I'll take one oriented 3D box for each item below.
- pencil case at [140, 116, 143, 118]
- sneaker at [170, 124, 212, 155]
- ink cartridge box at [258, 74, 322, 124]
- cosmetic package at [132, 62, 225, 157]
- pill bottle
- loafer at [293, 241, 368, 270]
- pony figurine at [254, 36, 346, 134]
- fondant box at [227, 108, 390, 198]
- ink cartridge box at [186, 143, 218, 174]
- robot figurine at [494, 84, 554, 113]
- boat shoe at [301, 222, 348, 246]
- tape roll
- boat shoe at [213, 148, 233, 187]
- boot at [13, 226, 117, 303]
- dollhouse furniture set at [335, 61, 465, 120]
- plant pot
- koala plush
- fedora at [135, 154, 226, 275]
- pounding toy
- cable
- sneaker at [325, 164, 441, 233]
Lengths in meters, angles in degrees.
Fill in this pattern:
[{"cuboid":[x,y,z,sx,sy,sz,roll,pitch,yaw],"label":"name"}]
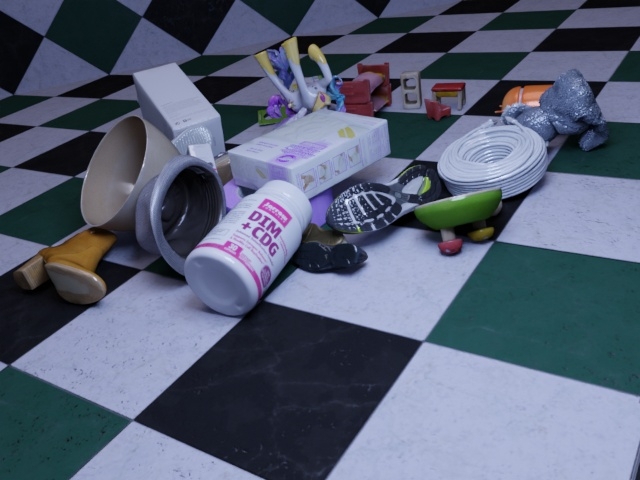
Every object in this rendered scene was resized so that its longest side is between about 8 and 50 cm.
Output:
[{"cuboid":[-0.581,-0.372,2.195,0.124,0.113,0.273,35,45,15],"label":"pencil case"},{"cuboid":[-0.427,-0.212,1.787,0.282,0.102,0.161,-53,29,-16],"label":"sneaker"},{"cuboid":[-0.105,-0.502,2.285,0.255,0.097,0.189,-10,29,-1],"label":"ink cartridge box"},{"cuboid":[-0.439,-0.375,1.976,0.155,0.197,0.365,-22,49,-19],"label":"cosmetic package"},{"cuboid":[-0.136,0.005,1.303,0.160,0.160,0.283,6,39,27],"label":"pill bottle"},{"cuboid":[0.020,0.037,1.342,0.170,0.062,0.061,3,-8,35],"label":"loafer"},{"cuboid":[-0.058,-0.419,1.936,0.303,0.363,0.351,-35,21,-25],"label":"pony figurine"},{"cuboid":[-0.023,-0.218,1.573,0.238,0.096,0.330,20,41,42],"label":"fondant box"},{"cuboid":[-0.301,-0.146,1.645,0.062,0.104,0.181,-7,62,-21],"label":"ink cartridge box"},{"cuboid":[0.608,-0.371,1.790,0.219,0.128,0.158,4,68,23],"label":"robot figurine"},{"cuboid":[0.001,-0.001,1.422,0.153,0.048,0.056,10,59,43],"label":"boat shoe"},{"cuboid":[-0.106,-0.099,1.578,0.275,0.090,0.275,-9,29,5],"label":"tape roll"},{"cuboid":[-0.256,-0.214,1.821,0.285,0.102,0.092,-32,40,-24],"label":"boat shoe"},{"cuboid":[-0.534,0.041,1.454,0.295,0.104,0.211,4,32,32],"label":"boot"},{"cuboid":[0.265,-0.481,2.068,0.374,0.152,0.201,4,32,24],"label":"dollhouse furniture set"},{"cuboid":[-0.430,-0.140,1.574,0.191,0.284,0.284,23,2,-43],"label":"plant pot"},{"cuboid":[0.583,-0.310,1.620,0.221,0.203,0.196,-26,68,22],"label":"koala plush"},{"cuboid":[-0.324,-0.057,1.412,0.124,0.243,0.275,-1,60,29],"label":"fedora"},{"cuboid":[0.302,-0.036,1.347,0.183,0.110,0.237,-13,-2,18],"label":"pounding toy"},{"cuboid":[0.412,-0.189,1.539,0.257,0.089,0.257,-26,32,-5],"label":"cable"},{"cuboid":[0.133,-0.075,1.433,0.300,0.111,0.121,-18,-10,-30],"label":"sneaker"}]
